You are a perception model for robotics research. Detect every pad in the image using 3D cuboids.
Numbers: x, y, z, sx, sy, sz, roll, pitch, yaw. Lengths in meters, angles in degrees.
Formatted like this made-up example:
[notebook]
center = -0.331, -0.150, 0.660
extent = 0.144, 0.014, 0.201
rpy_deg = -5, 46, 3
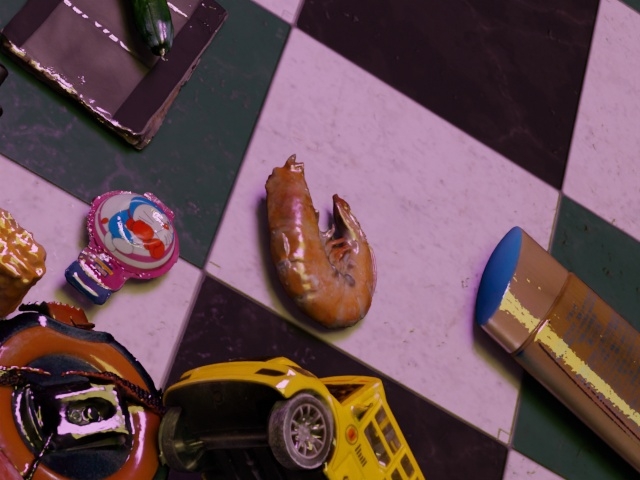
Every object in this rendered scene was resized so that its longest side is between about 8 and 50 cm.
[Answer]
[pad]
center = -0.199, -0.208, 1.849
extent = 0.174, 0.022, 0.233
rpy_deg = 35, 45, -9

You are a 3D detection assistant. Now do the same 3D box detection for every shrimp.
[shrimp]
center = -0.004, 0.001, 1.833
extent = 0.132, 0.051, 0.187
rpy_deg = 15, 56, -51

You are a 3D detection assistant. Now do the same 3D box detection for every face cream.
[face cream]
center = 0.274, 0.118, 1.926
extent = 0.285, 0.067, 0.139
rpy_deg = 43, 45, -4

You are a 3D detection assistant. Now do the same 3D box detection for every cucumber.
[cucumber]
center = -0.168, -0.234, 1.848
extent = 0.039, 0.039, 0.168
rpy_deg = 5, 54, -33

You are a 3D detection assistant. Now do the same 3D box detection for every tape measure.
[tape measure]
center = -0.224, 0.158, 1.498
extent = 0.223, 0.135, 0.202
rpy_deg = -7, 66, -40

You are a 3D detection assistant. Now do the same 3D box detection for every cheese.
[cheese]
center = -0.179, 0.004, 1.703
extent = 0.095, 0.038, 0.145
rpy_deg = 41, 45, -4

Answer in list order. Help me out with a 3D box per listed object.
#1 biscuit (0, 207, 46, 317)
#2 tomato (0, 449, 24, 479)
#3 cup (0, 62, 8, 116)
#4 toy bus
[biscuit]
center = -0.383, -0.084, 1.583
extent = 0.378, 0.094, 0.054
rpy_deg = 45, 51, -1
[tomato]
center = -0.309, 0.223, 1.337
extent = 0.233, 0.200, 0.139
rpy_deg = 58, 7, 20
[cup]
center = -0.382, -0.082, 1.446
extent = 0.196, 0.280, 0.196
rpy_deg = 40, 2, -1
[toy bus]
center = 0.011, 0.221, 1.536
extent = 0.152, 0.144, 0.330
rpy_deg = -45, 117, -42
